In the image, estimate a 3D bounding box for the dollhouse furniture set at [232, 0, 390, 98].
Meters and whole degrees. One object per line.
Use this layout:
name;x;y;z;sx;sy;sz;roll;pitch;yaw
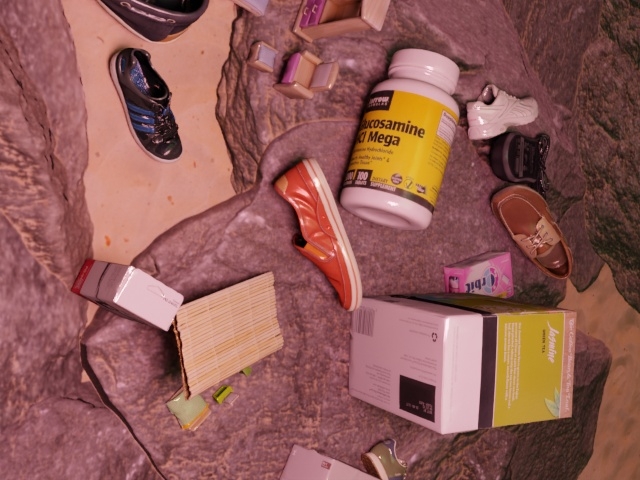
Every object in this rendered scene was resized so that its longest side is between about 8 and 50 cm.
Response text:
dollhouse furniture set;-0.058;-0.443;1.417;0.303;0.198;0.286;25;77;-39

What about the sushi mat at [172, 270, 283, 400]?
sushi mat;-0.151;0.156;1.421;0.316;0.019;0.151;-20;101;-62

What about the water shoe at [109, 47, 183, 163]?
water shoe;-0.275;-0.213;1.328;0.073;0.080;0.203;-41;118;-30

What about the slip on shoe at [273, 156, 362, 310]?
slip on shoe;0.000;0.000;1.579;0.101;0.123;0.331;-23;118;-3

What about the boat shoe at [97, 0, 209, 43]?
boat shoe;-0.358;-0.476;1.187;0.500;0.156;0.186;38;72;-35

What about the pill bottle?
pill bottle;0.169;-0.202;1.640;0.188;0.188;0.333;24;78;-39

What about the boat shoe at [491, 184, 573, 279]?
boat shoe;0.528;-0.016;1.985;0.123;0.116;0.324;-37;128;19

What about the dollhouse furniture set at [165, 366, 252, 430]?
dollhouse furniture set;-0.193;0.270;1.456;0.151;0.059;0.076;-45;120;-29

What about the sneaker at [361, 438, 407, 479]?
sneaker;0.162;0.516;1.778;0.086;0.064;0.192;-35;112;-28

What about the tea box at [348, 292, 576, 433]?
tea box;0.277;0.230;1.645;0.324;0.329;0.219;1;93;-30

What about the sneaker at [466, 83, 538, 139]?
sneaker;0.430;-0.317;1.922;0.232;0.090;0.115;-26;107;-37

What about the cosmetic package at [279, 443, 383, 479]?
cosmetic package;0.044;0.499;1.637;0.238;0.127;0.107;31;74;-36

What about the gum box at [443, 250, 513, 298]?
gum box;0.370;0.098;1.921;0.188;0.062;0.107;-16;103;-38

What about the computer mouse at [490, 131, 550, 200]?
computer mouse;0.477;-0.188;1.991;0.272;0.072;0.188;9;86;-53

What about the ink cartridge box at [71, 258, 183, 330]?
ink cartridge box;-0.303;0.084;1.283;0.109;0.150;0.063;36;71;-37
